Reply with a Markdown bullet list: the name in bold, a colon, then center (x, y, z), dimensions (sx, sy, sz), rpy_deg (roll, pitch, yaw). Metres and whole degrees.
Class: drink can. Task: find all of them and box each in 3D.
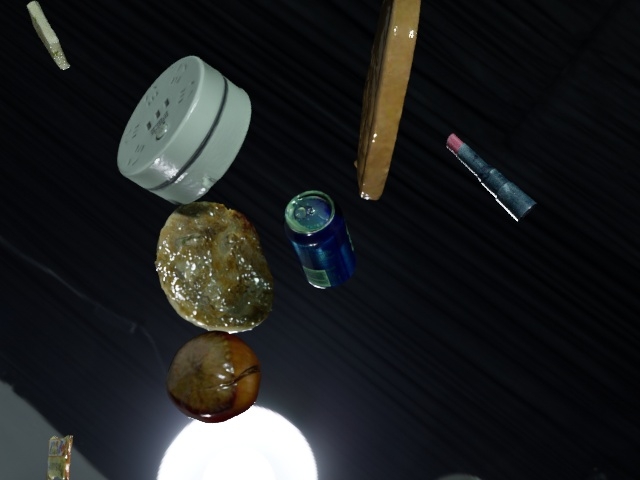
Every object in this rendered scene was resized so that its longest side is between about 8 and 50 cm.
- **drink can**: center (0.000, 0.000, 1.343), dimensions (0.118, 0.118, 0.205), rpy_deg (-51, 151, -20)

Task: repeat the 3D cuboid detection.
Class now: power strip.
- **power strip**: center (-0.336, -0.272, 1.685), dimensions (0.357, 0.161, 0.358), rpy_deg (-30, -136, 34)

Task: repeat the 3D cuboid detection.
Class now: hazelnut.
- **hazelnut**: center (-0.210, 0.291, 1.452), dimensions (0.208, 0.208, 0.208), rpy_deg (-52, 175, -6)

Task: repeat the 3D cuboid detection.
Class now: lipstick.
- **lipstick**: center (0.353, -0.141, 1.472), dimensions (0.053, 0.234, 0.053), rpy_deg (-39, 165, -13)

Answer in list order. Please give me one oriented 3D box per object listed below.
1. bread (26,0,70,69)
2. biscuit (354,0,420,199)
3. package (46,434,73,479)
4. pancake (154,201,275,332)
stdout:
- **bread**: center (-0.538, -0.405, 1.373), dimensions (0.028, 0.154, 0.068), rpy_deg (-27, 150, -17)
- **biscuit**: center (0.108, -0.270, 1.203), dimensions (0.385, 0.062, 0.365), rpy_deg (98, 2, -47)
- **package**: center (-0.655, 0.546, 1.745), dimensions (0.120, 0.031, 0.108), rpy_deg (-19, -114, 47)
- **pancake**: center (-0.261, 0.063, 1.742), dimensions (0.065, 0.356, 0.356), rpy_deg (-27, -166, 42)
